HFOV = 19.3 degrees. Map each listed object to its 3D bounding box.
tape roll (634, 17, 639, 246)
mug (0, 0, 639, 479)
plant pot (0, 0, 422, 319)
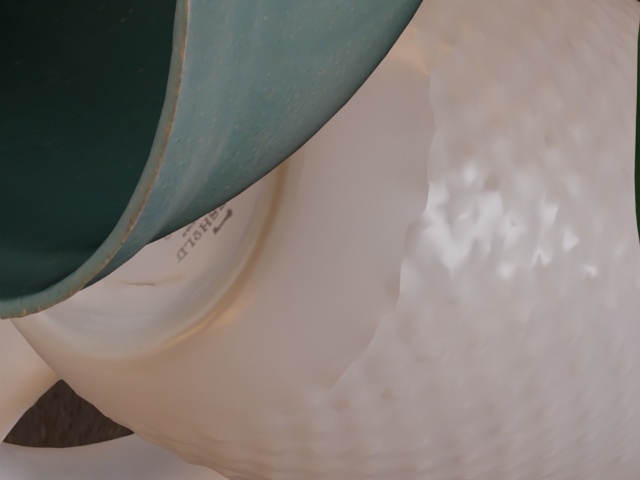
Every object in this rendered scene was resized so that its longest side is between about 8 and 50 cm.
[{"bbox_3d":[0.257,-0.035,0.569,0.321,0.077,0.321,-4,54,6],"label":"tape roll"},{"bbox_3d":[-0.017,0.013,0.866,0.374,0.328,0.276,-41,62,23],"label":"mug"},{"bbox_3d":[-0.061,-0.147,0.566,0.196,0.293,0.293,-24,84,-38],"label":"plant pot"}]
